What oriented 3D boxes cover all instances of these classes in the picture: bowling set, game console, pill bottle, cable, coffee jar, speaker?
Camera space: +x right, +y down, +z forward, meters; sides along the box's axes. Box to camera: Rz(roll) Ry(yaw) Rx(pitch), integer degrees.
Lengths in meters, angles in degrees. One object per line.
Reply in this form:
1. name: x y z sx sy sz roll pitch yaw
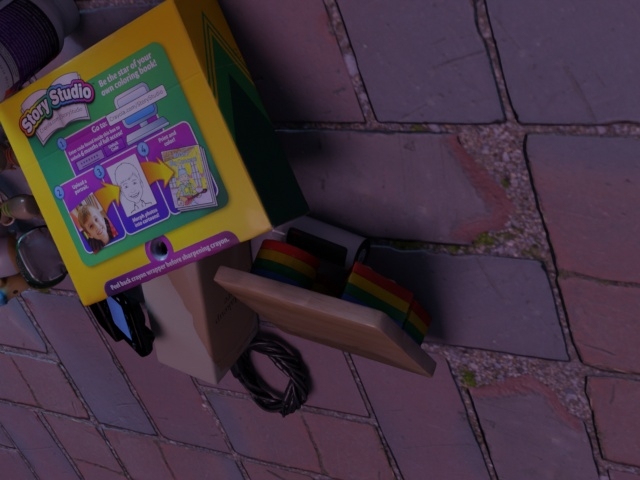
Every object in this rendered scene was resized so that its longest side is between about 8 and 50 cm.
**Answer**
1. bowling set: -0.535 -0.102 1.792 0.154 0.200 0.287 -2 124 43
2. game console: -0.361 0.090 1.844 0.361 0.044 0.213 24 141 61
3. pill bottle: -0.425 -0.277 1.519 0.108 0.193 0.108 22 140 20
4. cable: -0.085 0.233 1.897 0.151 0.047 0.184 0 126 32
5. coffee jar: -0.477 0.033 1.880 0.096 0.079 0.184 63 163 -1
6. speaker: 0.000 0.000 1.577 0.136 0.055 0.055 21 139 21

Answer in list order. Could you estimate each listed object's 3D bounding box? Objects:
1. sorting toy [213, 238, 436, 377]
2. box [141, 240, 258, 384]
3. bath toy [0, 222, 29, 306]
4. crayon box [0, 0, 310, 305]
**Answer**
1. sorting toy: 0.023 0.087 1.548 0.257 0.089 0.255 15 165 27
2. box: -0.192 0.066 1.725 0.121 0.148 0.311 20 140 21
3. bath toy: -0.614 -0.032 1.936 0.151 0.129 0.348 21 147 25
4. crayon box: -0.234 -0.113 1.476 0.363 0.106 0.313 -21 93 34
